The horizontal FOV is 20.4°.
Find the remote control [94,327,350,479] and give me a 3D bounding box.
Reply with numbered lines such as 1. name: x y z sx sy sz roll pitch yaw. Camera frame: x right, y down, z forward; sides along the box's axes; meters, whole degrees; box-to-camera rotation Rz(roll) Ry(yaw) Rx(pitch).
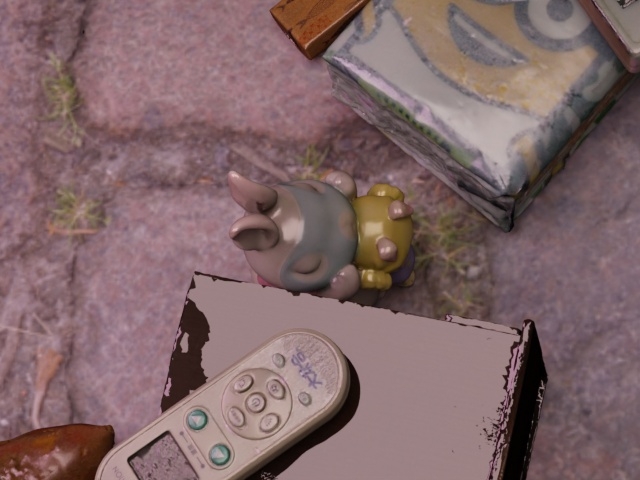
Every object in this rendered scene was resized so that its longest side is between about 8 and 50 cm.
1. remote control: -0.074 0.149 1.366 0.221 0.042 0.078 -35 72 0

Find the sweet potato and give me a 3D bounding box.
1. sweet potato: -0.352 0.270 1.596 0.385 0.109 0.109 -27 73 1

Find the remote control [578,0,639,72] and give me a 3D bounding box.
1. remote control: 0.242 -0.315 1.571 0.145 0.050 0.344 -31 70 -3

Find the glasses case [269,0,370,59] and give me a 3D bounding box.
1. glasses case: 0.037 -0.247 1.714 0.170 0.041 0.064 -40 61 -3

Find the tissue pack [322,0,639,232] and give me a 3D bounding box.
1. tissue pack: 0.185 -0.198 1.637 0.228 0.128 0.311 39 82 16

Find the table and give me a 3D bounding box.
1. table: 0.030 0.158 1.496 0.282 0.250 0.196 11 79 12

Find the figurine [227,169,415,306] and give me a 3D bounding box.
1. figurine: 0.000 0.000 1.548 0.155 0.235 0.127 9 77 10
